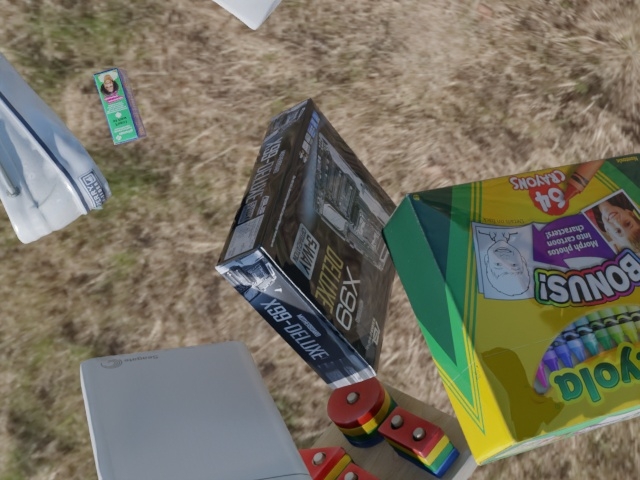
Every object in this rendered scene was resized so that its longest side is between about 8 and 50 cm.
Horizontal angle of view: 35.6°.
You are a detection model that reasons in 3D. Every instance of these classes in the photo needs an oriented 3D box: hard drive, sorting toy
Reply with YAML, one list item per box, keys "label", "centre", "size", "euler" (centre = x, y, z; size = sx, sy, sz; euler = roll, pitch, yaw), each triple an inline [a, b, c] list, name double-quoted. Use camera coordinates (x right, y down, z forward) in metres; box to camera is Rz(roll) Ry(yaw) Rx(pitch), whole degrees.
- label: "hard drive"
  centre: [-0.164, 0.238, 1.240]
  size: [0.233, 0.353, 0.047]
  euler: [-5, 114, -17]
- label: "sorting toy"
  centre: [0.057, 0.309, 1.379]
  size: [0.257, 0.255, 0.089]
  euler: [-48, 123, -17]

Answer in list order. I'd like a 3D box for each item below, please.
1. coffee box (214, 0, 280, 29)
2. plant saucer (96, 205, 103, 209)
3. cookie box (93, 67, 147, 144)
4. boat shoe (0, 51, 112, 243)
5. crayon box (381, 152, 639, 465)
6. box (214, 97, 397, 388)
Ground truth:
- label: "coffee box"
  centre: [-0.091, -0.365, 0.454]
  size: [0.334, 0.337, 0.338]
  euler: [44, 99, 17]
- label: "plant saucer"
  centre: [-0.434, -0.097, 1.784]
  size: [0.021, 0.119, 0.119]
  euler: [-40, 87, -7]
- label: "cookie box"
  centre: [-0.300, -0.201, 1.496]
  size: [0.040, 0.092, 0.107]
  euler: [-17, 97, 0]
- label: "boat shoe"
  centre: [-0.386, -0.118, 1.077]
  size: [0.156, 0.136, 0.367]
  euler: [-38, 63, -16]
- label: "crayon box"
  centre: [0.299, 0.070, 1.215]
  size: [0.313, 0.363, 0.106]
  euler: [68, 154, 23]
- label: "box"
  centre: [0.000, 0.000, 1.301]
  size: [0.076, 0.307, 0.242]
  euler: [-23, 122, 30]
